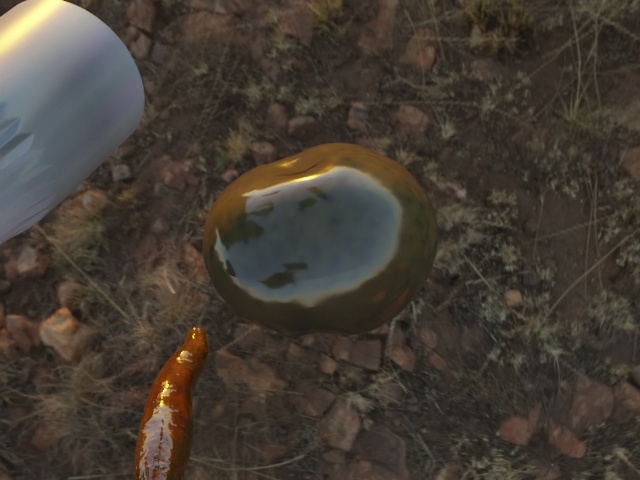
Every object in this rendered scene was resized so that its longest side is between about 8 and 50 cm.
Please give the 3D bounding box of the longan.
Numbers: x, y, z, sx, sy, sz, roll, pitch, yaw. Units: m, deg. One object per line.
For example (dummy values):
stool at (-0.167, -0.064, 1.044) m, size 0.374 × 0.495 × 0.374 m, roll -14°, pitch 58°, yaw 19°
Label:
longan at (0.000, 0.000, 1.137) m, size 0.350 × 0.288 × 0.288 m, roll -7°, pitch 72°, yaw 2°

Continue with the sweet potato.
sweet potato at (-0.153, 0.176, 0.771) m, size 0.057 × 0.057 × 0.264 m, roll -17°, pitch 33°, yaw 11°

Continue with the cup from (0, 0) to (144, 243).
cup at (-0.440, -0.162, 1.073) m, size 0.253 × 0.253 × 0.371 m, roll 6°, pitch 39°, yaw 19°
